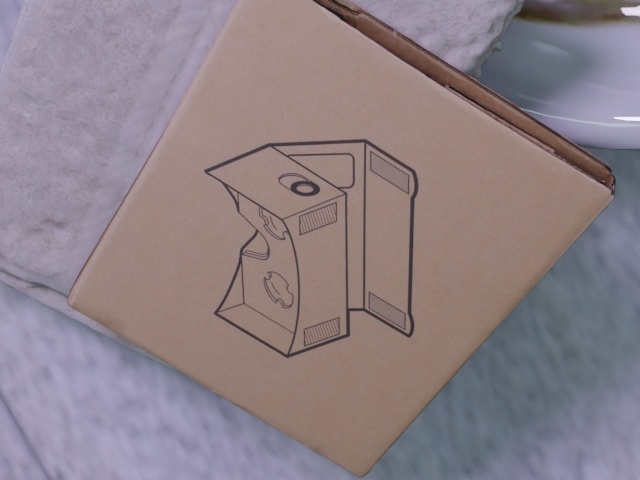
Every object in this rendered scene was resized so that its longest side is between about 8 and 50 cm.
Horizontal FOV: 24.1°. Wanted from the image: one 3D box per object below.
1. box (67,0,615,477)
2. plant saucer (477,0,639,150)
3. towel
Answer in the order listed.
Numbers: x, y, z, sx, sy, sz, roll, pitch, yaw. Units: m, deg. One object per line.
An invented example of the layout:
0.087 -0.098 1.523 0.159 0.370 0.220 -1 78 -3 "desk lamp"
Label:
0.000 0.000 0.639 0.164 0.021 0.201 31 127 -7 "box"
0.120 -0.228 0.570 0.401 0.100 0.400 10 127 13 "plant saucer"
-0.045 -0.057 0.655 0.187 0.049 0.282 28 127 -5 "towel"
